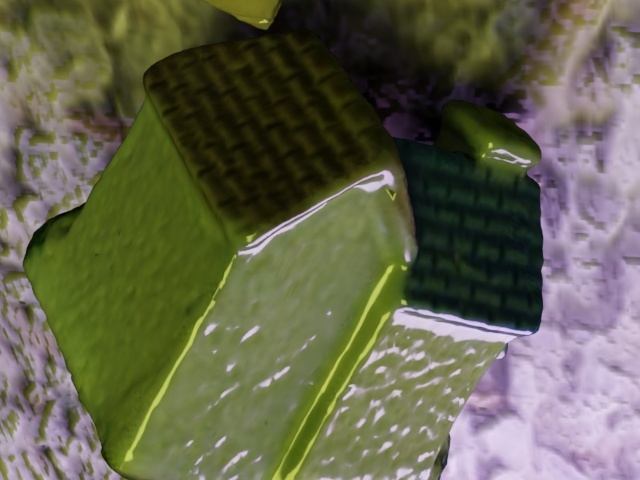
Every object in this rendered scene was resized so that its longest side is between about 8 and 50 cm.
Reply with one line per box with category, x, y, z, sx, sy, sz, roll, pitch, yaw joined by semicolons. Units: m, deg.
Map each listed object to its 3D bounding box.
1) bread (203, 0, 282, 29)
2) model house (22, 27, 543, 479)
bread;-0.076;-0.178;0.633;0.178;0.060;0.139;25;138;-8
model house;0.000;0.000;0.731;0.214;0.195;0.189;14;122;-35
